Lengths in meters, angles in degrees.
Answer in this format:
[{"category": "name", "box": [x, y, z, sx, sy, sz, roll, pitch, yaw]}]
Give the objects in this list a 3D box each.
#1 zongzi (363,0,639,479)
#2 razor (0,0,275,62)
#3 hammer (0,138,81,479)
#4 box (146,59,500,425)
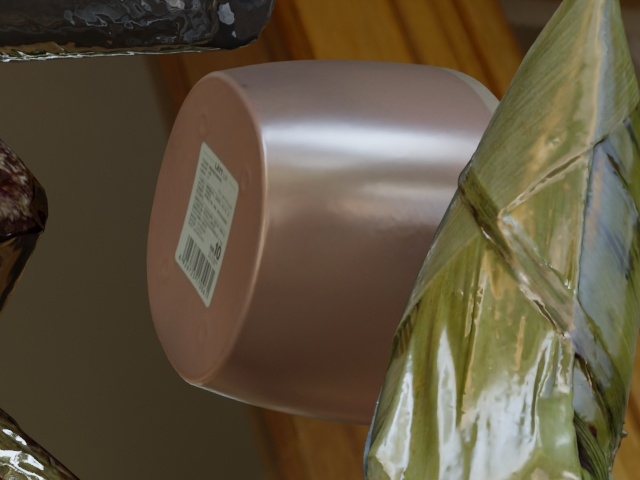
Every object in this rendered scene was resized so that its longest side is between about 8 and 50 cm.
[{"category": "zongzi", "box": [0.098, 0.041, 0.781, 0.125, 0.251, 0.274, 13, -45, 4]}, {"category": "razor", "box": [-0.180, -0.236, 1.356, 0.327, 0.189, 0.107, 4, -19, 35]}, {"category": "hammer", "box": [-0.068, 0.141, 0.607, 0.242, 0.409, 0.095, -61, -12, 25]}, {"category": "box", "box": [0.000, 0.000, 1.292, 0.216, 0.301, 0.301, 3, -38, -25]}]
